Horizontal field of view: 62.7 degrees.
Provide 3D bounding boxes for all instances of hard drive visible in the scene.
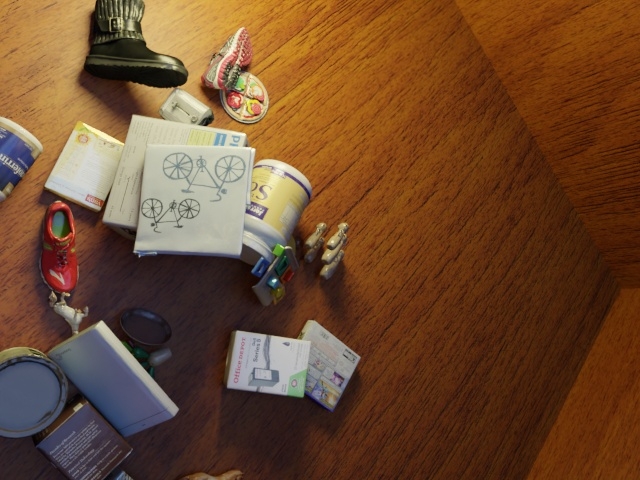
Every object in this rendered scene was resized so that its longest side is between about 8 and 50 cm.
[{"bbox_3d":[-0.615,0.420,1.558,0.353,0.233,0.047,56,26,-15],"label":"hard drive"}]

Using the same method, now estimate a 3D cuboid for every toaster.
[{"bbox_3d":[-0.451,-0.424,1.777,0.146,0.227,0.129,37,91,-10],"label":"toaster"}]

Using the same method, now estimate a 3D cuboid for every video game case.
[{"bbox_3d":[-0.003,0.484,2.029,0.269,0.061,0.244,41,64,-21],"label":"video game case"}]

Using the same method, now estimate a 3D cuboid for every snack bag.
[{"bbox_3d":[-0.356,-0.113,1.502,0.323,0.037,0.342,2,78,2],"label":"snack bag"}]

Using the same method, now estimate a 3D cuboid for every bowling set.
[{"bbox_3d":[0.000,0.000,2.029,0.200,0.287,0.154,31,57,10],"label":"bowling set"}]

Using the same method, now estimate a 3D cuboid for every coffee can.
[{"bbox_3d":[-0.803,0.395,1.402,0.202,0.275,0.201,4,83,-32],"label":"coffee can"}]

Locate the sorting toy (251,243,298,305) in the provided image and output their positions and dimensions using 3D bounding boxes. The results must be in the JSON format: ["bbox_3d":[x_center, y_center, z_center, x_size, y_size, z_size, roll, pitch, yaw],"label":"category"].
[{"bbox_3d":[-0.145,0.135,1.850,0.047,0.347,0.196,33,71,21],"label":"sorting toy"}]

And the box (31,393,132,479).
[{"bbox_3d":[-0.688,0.583,1.516,0.167,0.168,0.203,-44,107,-28],"label":"box"}]

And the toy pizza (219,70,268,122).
[{"bbox_3d":[-0.284,-0.547,1.991,0.201,0.032,0.201,4,82,-32],"label":"toy pizza"}]

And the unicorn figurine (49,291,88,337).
[{"bbox_3d":[-0.749,0.226,1.574,0.162,0.111,0.060,49,34,5],"label":"unicorn figurine"}]

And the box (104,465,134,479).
[{"bbox_3d":[-0.558,0.816,1.607,0.094,0.113,0.275,-47,110,-29],"label":"box"}]

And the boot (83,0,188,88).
[{"bbox_3d":[-0.579,-0.648,1.689,0.348,0.131,0.260,9,79,0],"label":"boot"}]

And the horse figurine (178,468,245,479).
[{"bbox_3d":[-0.380,0.837,1.740,0.263,0.066,0.174,22,63,-24],"label":"horse figurine"}]

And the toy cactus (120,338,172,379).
[{"bbox_3d":[-0.560,0.392,1.655,0.181,0.112,0.219,-24,107,-25],"label":"toy cactus"}]

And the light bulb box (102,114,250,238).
[{"bbox_3d":[-0.427,-0.163,1.648,0.361,0.225,0.357,10,77,3],"label":"light bulb box"}]

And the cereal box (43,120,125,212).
[{"bbox_3d":[-0.734,-0.231,1.657,0.173,0.047,0.240,28,70,-27],"label":"cereal box"}]

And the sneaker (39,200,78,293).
[{"bbox_3d":[-0.776,0.021,1.557,0.107,0.118,0.279,-6,87,-32],"label":"sneaker"}]

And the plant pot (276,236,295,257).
[{"bbox_3d":[-0.143,0.016,1.990,0.081,0.081,0.083,22,61,-29],"label":"plant pot"}]

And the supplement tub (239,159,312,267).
[{"bbox_3d":[-0.197,-0.094,1.869,0.241,0.241,0.331,36,66,-24],"label":"supplement tub"}]

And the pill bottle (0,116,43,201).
[{"bbox_3d":[-0.923,-0.201,1.470,0.153,0.153,0.264,36,67,-24],"label":"pill bottle"}]

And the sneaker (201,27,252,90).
[{"bbox_3d":[-0.340,-0.677,1.931,0.121,0.112,0.299,70,35,-50],"label":"sneaker"}]

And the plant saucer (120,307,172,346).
[{"bbox_3d":[-0.556,0.280,1.666,0.168,0.168,0.029,22,112,-29],"label":"plant saucer"}]

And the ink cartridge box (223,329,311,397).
[{"bbox_3d":[-0.188,0.433,1.846,0.273,0.115,0.198,11,77,-15],"label":"ink cartridge box"}]
